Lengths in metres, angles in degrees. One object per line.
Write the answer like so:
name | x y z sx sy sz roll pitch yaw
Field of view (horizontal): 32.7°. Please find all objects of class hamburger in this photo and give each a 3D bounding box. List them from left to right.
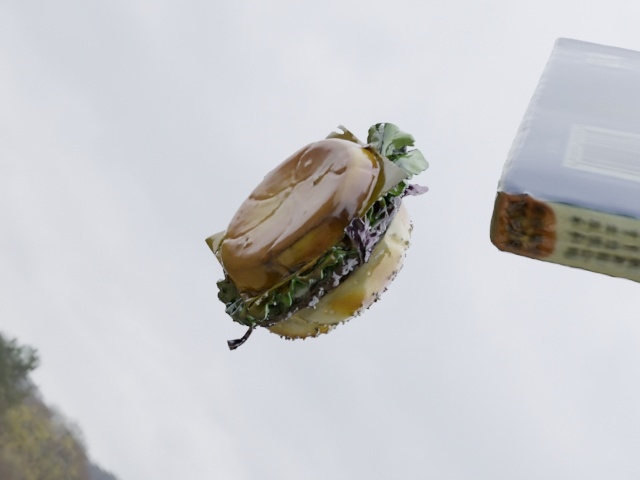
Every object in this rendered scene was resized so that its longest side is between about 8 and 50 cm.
hamburger | 0.003 -0.002 0.787 0.093 0.189 0.164 45 13 -26

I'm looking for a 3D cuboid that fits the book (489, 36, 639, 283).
book | 0.311 -0.017 0.526 0.428 0.300 0.039 13 -65 12
